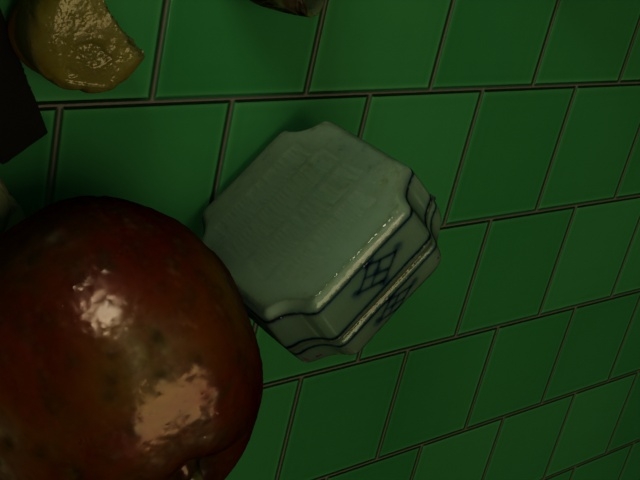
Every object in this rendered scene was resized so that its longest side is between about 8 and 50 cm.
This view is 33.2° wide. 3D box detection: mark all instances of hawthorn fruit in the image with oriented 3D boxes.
[{"bbox_3d":[-0.239,0.169,1.248,0.402,0.403,0.403,-24,131,-30],"label":"hawthorn fruit"}]

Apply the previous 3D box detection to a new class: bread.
[{"bbox_3d":[-0.275,-0.231,1.183,0.125,0.086,0.156,-35,134,-13],"label":"bread"}]

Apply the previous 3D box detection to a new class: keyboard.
[{"bbox_3d":[-0.360,-0.180,1.185,0.074,0.015,0.197,-46,142,-33],"label":"keyboard"}]

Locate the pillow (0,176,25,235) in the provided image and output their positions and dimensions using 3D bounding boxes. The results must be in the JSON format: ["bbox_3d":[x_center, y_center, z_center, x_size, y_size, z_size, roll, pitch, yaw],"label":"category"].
[{"bbox_3d":[-0.471,-0.059,1.121,0.274,0.076,0.281,-31,134,-23],"label":"pillow"}]

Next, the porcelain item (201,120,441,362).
[{"bbox_3d":[0.000,0.000,1.448,0.286,0.281,0.157,-48,137,-9],"label":"porcelain item"}]

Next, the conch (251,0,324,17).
[{"bbox_3d":[-0.053,-0.369,1.273,0.187,0.124,0.182,-7,115,-68],"label":"conch"}]
